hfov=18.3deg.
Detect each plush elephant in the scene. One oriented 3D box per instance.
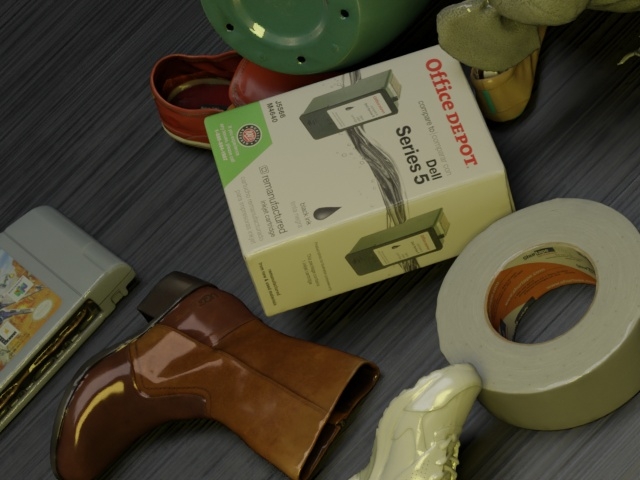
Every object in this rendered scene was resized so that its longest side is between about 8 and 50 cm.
[{"bbox_3d":[0.235,-0.299,1.963,0.272,0.255,0.330,-33,70,37],"label":"plush elephant"}]

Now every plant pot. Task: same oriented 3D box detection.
[{"bbox_3d":[-0.004,-0.315,2.130,0.293,0.293,0.235,-5,37,29],"label":"plant pot"}]

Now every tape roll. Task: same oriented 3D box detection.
[{"bbox_3d":[0.221,0.068,1.884,0.219,0.072,0.219,-17,49,20],"label":"tape roll"}]

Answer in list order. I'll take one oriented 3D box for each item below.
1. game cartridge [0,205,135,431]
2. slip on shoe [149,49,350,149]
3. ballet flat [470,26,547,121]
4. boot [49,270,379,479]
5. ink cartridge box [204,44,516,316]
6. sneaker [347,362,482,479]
[{"bbox_3d":[-0.364,0.100,2.247,0.297,0.062,0.198,-48,50,-9],"label":"game cartridge"},{"bbox_3d":[-0.057,-0.155,2.215,0.331,0.101,0.123,8,59,35],"label":"slip on shoe"},{"bbox_3d":[0.204,-0.235,2.129,0.080,0.073,0.232,-11,51,28],"label":"ballet flat"},{"bbox_3d":[-0.112,0.185,2.019,0.280,0.096,0.264,26,65,35],"label":"boot"},{"bbox_3d":[0.041,-0.065,2.020,0.273,0.115,0.198,-18,51,0],"label":"ink cartridge box"},{"bbox_3d":[0.096,0.221,1.824,0.115,0.090,0.232,40,108,30],"label":"sneaker"}]
